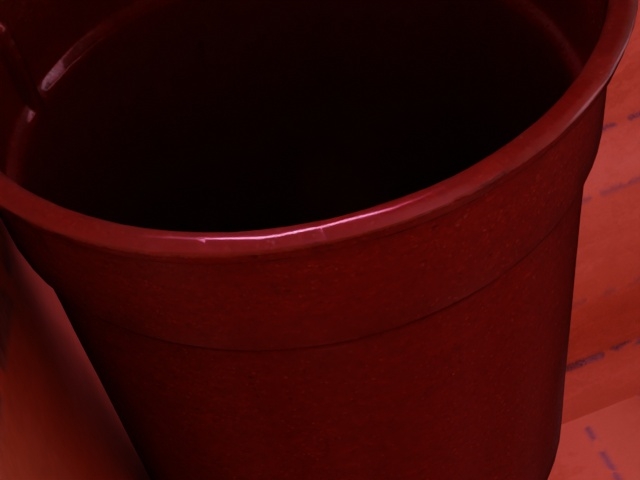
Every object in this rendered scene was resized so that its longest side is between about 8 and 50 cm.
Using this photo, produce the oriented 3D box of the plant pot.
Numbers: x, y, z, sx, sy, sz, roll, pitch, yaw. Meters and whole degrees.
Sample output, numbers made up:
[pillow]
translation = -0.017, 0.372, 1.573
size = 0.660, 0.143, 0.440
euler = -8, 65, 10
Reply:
[plant pot]
translation = 0.000, 0.000, 0.703
size = 0.272, 0.272, 0.265
euler = -111, -173, -46
